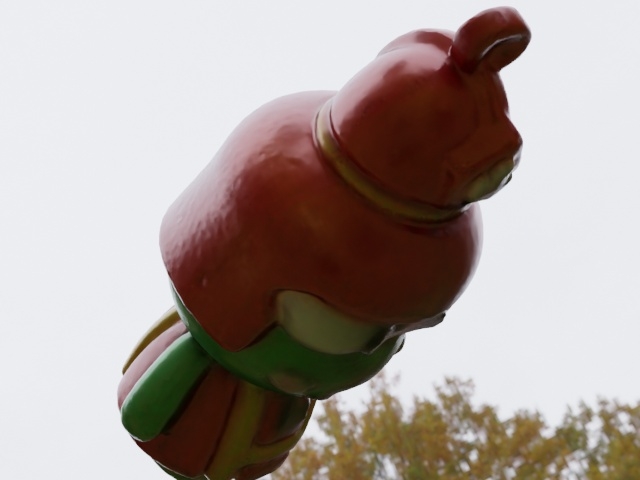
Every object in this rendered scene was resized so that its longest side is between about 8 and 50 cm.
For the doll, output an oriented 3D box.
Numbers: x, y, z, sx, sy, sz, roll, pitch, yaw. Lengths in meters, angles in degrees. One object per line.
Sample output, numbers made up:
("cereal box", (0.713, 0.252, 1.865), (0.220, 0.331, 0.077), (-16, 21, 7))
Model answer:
("doll", (0.000, 0.001, 0.645), (0.183, 0.160, 0.363), (-9, -31, -47))
